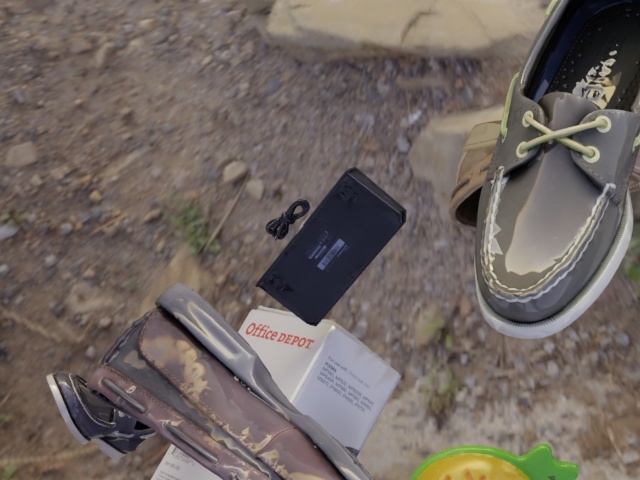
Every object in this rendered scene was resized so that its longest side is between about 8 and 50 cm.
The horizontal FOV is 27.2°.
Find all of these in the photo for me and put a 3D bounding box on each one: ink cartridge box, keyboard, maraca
[{"bbox_3d":[-0.060,0.224,1.490,0.114,0.197,0.273,37,74,-28],"label":"ink cartridge box"},{"bbox_3d":[0.000,0.000,1.358,0.108,0.023,0.180,38,121,-2],"label":"keyboard"},{"bbox_3d":[0.178,0.262,1.343,0.186,0.099,0.127,-13,110,24],"label":"maraca"}]

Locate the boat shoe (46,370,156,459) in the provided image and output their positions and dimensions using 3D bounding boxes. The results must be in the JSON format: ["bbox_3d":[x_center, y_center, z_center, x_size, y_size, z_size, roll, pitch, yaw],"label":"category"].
[{"bbox_3d":[-0.213,0.164,1.317,0.065,0.206,0.075,-27,66,0],"label":"boat shoe"}]

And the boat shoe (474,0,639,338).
[{"bbox_3d":[0.173,-0.077,0.916,0.109,0.305,0.091,11,150,26],"label":"boat shoe"}]

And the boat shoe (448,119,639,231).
[{"bbox_3d":[0.217,-0.055,1.242,0.122,0.341,0.110,27,82,-11],"label":"boat shoe"}]

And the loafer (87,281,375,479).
[{"bbox_3d":[-0.032,0.146,0.784,0.095,0.302,0.109,-38,142,-11],"label":"loafer"}]
